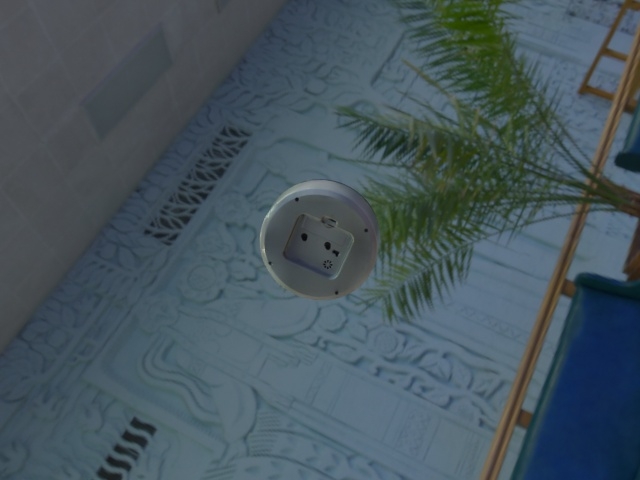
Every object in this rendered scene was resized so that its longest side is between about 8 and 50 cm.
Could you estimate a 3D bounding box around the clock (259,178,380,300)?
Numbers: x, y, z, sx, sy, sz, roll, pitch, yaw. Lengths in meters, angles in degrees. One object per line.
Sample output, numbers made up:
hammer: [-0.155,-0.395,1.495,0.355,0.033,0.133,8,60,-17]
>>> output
clock: [0.000,0.000,1.195,0.083,0.230,0.231,-71,1,-71]
